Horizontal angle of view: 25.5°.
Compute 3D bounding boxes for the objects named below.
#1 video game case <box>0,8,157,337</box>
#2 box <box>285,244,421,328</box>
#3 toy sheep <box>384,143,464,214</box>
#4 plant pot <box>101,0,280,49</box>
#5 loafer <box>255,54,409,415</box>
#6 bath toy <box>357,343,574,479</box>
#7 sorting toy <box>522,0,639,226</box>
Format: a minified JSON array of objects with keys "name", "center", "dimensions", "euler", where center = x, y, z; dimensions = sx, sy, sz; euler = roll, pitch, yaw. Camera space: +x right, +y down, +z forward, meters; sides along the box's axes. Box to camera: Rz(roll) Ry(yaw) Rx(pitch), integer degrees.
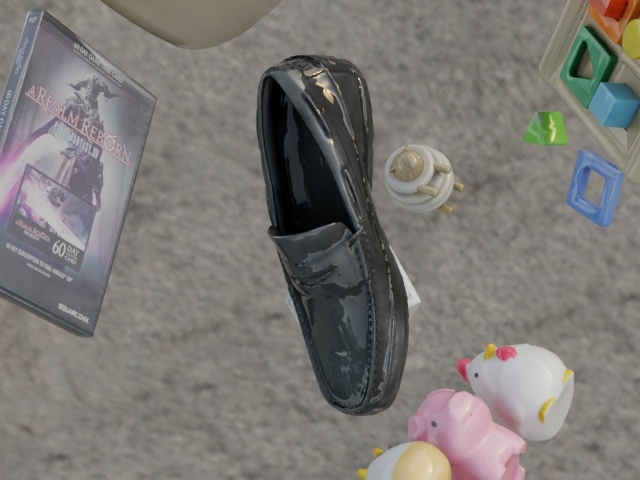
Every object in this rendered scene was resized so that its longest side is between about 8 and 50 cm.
[{"name":"video game case","center":[-0.258,-0.063,1.411],"dimensions":[0.026,0.196,0.274],"euler":[2,69,32]},{"name":"box","center":[0.031,0.060,1.422],"dimensions":[0.101,0.102,0.087],"euler":[-26,77,-15]},{"name":"toy sheep","center":[0.122,-0.072,1.715],"dimensions":[0.091,0.132,0.091],"euler":[-8,64,17]},{"name":"plant pot","center":[-0.112,-0.284,0.875],"dimensions":[0.284,0.191,0.284],"euler":[-29,52,44]},{"name":"loafer","center":[0.000,0.000,0.853],"dimensions":[0.076,0.078,0.223],"euler":[-5,96,39]},{"name":"bath toy","center":[0.132,0.218,1.441],"dimensions":[0.129,0.151,0.348],"euler":[22,46,28]},{"name":"sorting toy","center":[0.284,-0.179,1.351],"dimensions":[0.196,0.047,0.347],"euler":[57,139,42]}]
